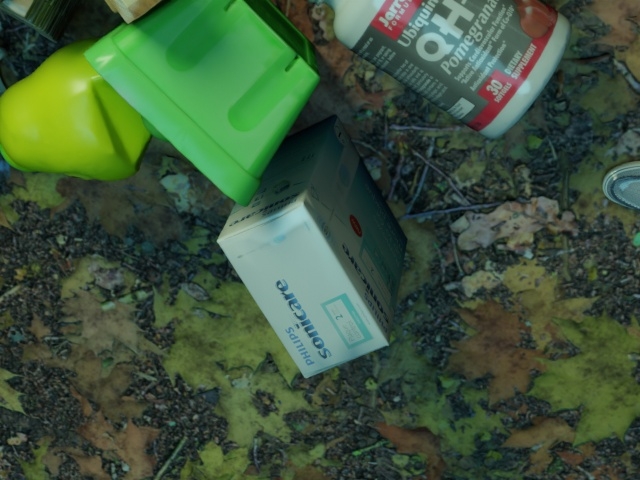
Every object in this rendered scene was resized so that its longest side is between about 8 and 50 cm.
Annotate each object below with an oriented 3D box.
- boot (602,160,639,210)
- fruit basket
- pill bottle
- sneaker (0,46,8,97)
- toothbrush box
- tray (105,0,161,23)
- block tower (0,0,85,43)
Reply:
[{"bbox_3d":[0.463,-0.052,1.564,0.190,0.086,0.069,7,117,6],"label":"boot"},{"bbox_3d":[-0.200,-0.163,1.465,0.283,0.392,0.392,44,115,-13],"label":"fruit basket"},{"bbox_3d":[0.127,-0.276,1.459,0.318,0.176,0.176,32,117,-7],"label":"pill bottle"},{"bbox_3d":[-0.494,-0.141,1.669,0.152,0.114,0.305,11,118,6],"label":"sneaker"},{"bbox_3d":[0.000,0.000,1.553,0.126,0.295,0.216,-24,109,20],"label":"toothbrush box"},{"bbox_3d":[-0.261,-0.354,1.359,0.076,0.411,0.203,-37,107,-2],"label":"tray"},{"bbox_3d":[-0.347,-0.307,1.434,0.091,0.335,0.097,30,93,-6],"label":"block tower"}]
